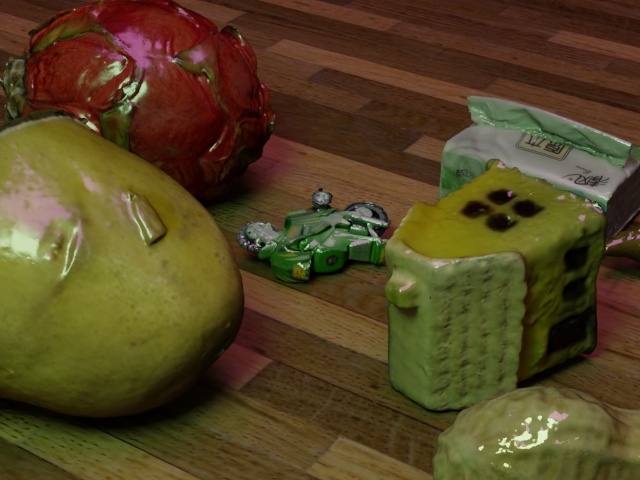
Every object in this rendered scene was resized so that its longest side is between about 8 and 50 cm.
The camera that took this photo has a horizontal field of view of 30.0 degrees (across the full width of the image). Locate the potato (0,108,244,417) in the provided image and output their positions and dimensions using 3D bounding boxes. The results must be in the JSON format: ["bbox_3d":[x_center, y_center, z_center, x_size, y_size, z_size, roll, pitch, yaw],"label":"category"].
[{"bbox_3d":[-0.269,0.080,1.139,0.296,0.290,0.397,41,64,9],"label":"potato"}]

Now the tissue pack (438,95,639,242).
[{"bbox_3d":[0.288,-0.102,1.515,0.229,0.145,0.159,21,36,28],"label":"tissue pack"}]

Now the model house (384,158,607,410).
[{"bbox_3d":[0.153,0.051,1.224,0.234,0.193,0.175,-22,39,-28],"label":"model house"}]

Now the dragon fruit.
[{"bbox_3d":[-0.223,-0.172,1.497,0.342,0.277,0.277,6,27,-26],"label":"dragon fruit"}]

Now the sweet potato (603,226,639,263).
[{"bbox_3d":[0.467,0.021,1.405,0.274,0.067,0.067,8,32,-1],"label":"sweet potato"}]

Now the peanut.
[{"bbox_3d":[0.248,0.191,1.047,0.298,0.136,0.120,2,52,-1],"label":"peanut"}]

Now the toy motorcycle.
[{"bbox_3d":[0.000,0.000,1.418,0.190,0.074,0.106,-10,43,-19],"label":"toy motorcycle"}]
